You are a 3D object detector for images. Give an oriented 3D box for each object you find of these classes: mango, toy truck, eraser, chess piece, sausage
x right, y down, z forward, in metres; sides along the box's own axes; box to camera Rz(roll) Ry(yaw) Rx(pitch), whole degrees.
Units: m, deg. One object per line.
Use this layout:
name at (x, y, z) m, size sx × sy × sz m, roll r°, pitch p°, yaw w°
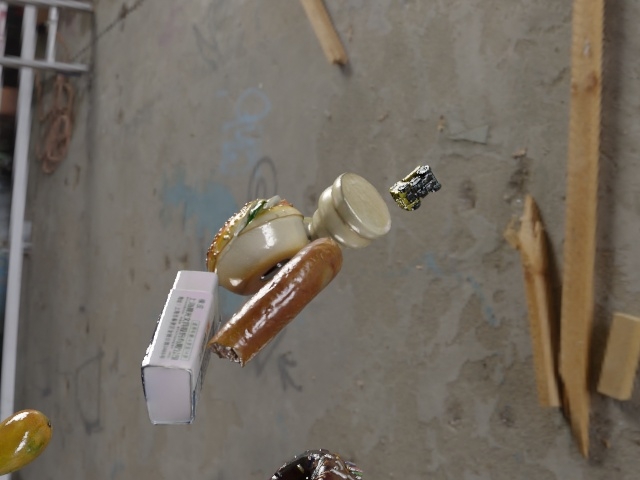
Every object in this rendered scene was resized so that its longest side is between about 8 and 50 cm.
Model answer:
mango at (-0.602, 0.403, 1.676) m, size 0.111 × 0.163 × 0.089 m, roll 3°, pitch 129°, yaw 35°
toy truck at (0.164, -0.092, 1.507) m, size 0.083 × 0.049 × 0.054 m, roll -40°, pitch 25°, yaw -10°
eraser at (-0.239, 0.181, 1.505) m, size 0.287 × 0.086 × 0.130 m, roll -84°, pitch -4°, yaw -60°
chess piece at (0.000, 0.000, 1.885) m, size 0.299 × 0.167 × 0.167 m, roll -40°, pitch 52°, yaw 29°
sausage at (-0.063, 0.096, 1.430) m, size 0.076 × 0.302 × 0.103 m, roll 47°, pitch 154°, yaw -1°

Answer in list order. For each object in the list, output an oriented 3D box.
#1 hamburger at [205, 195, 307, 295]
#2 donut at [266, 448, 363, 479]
hamburger at (-0.129, 0.015, 1.730) m, size 0.147 × 0.237 × 0.237 m, roll 53°, pitch 132°, yaw 16°
donut at (-0.033, 0.447, 1.440) m, size 0.235 × 0.089 × 0.235 m, roll -39°, pitch 15°, yaw 12°
